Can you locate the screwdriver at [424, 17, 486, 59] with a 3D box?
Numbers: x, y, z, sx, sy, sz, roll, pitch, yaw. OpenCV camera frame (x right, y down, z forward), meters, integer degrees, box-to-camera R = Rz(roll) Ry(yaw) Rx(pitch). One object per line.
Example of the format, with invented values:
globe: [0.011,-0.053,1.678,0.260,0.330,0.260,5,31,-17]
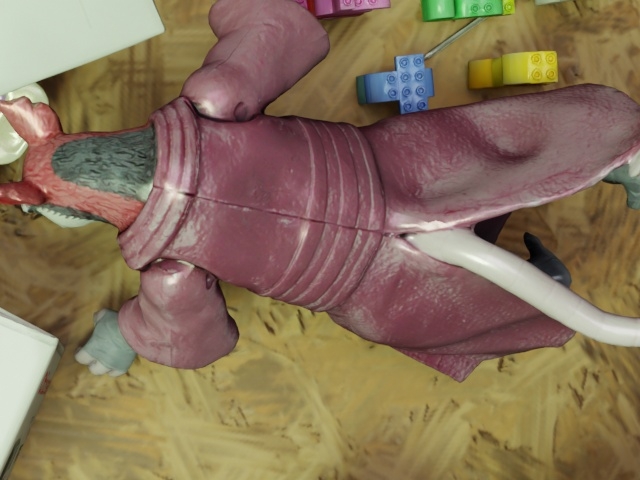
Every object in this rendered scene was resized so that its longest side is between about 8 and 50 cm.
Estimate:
screwdriver: [0.139,-0.171,0.839,0.170,0.024,0.025,-40,122,-7]

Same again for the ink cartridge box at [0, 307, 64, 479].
ink cartridge box: [-0.222,0.136,0.650,0.092,0.158,0.218,22,80,-8]

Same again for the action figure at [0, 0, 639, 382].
action figure: [0.000,0.000,0.656,0.370,0.275,0.248,7,101,-28]

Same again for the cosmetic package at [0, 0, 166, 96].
cosmetic package: [-0.292,-0.137,0.579,0.384,0.156,0.217,-23,108,-6]

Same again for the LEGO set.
LEGO set: [0.103,-0.130,0.776,0.227,0.093,0.087,-7,96,-11]

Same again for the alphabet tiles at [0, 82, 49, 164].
alphabet tiles: [-0.313,-0.088,0.680,0.278,0.021,0.284,34,93,-17]
